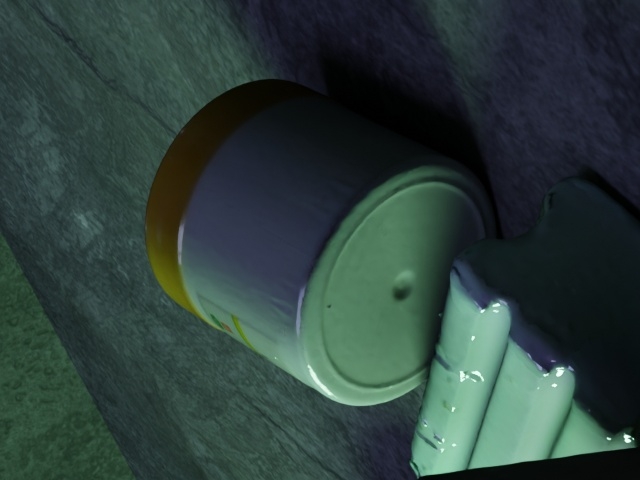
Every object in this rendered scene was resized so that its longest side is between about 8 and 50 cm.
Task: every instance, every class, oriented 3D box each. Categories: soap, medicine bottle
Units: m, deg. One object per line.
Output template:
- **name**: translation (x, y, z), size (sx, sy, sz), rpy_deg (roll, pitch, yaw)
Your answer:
- **soap**: translation (0.221, 0.172, 1.491), size (0.261, 0.156, 0.446), rpy_deg (44, 156, 21)
- **medicine bottle**: translation (0.000, 0.000, 1.560), size (0.232, 0.238, 0.238), rpy_deg (30, 149, 42)

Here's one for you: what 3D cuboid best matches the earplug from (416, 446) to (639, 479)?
- **earplug**: translation (0.279, 0.289, 1.180), size (0.312, 0.394, 0.312), rpy_deg (172, 90, -90)
